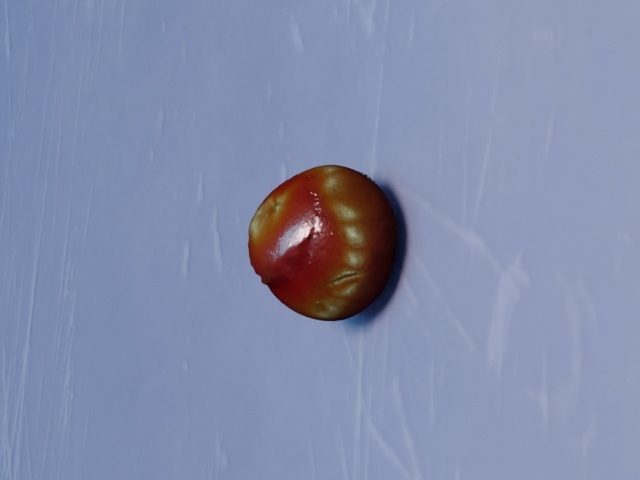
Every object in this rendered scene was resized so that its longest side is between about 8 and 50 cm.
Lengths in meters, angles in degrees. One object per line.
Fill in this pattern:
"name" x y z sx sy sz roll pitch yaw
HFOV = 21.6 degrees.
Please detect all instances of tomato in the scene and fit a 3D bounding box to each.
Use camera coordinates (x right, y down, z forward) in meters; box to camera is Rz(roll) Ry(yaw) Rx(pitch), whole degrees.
"tomato" 0.000 0.000 0.934 0.087 0.075 0.087 -31 52 51
